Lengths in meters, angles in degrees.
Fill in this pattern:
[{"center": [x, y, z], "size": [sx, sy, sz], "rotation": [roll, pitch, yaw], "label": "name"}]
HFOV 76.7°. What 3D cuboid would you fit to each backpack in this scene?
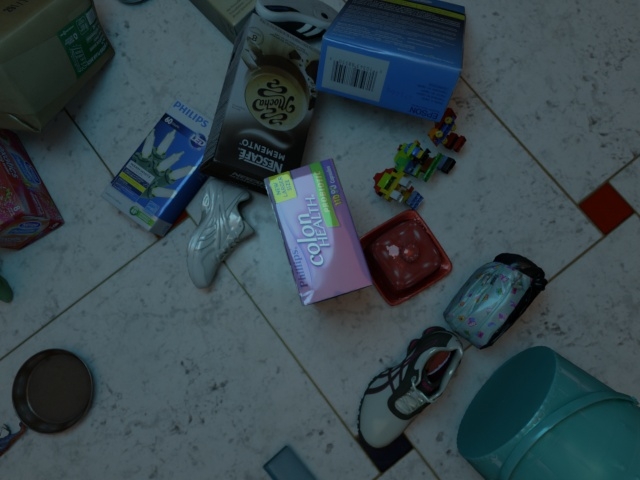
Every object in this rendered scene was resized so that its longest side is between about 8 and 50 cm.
[{"center": [0.326, 0.115, 0.774], "size": [0.115, 0.152, 0.182], "rotation": [39, 89, 23], "label": "backpack"}]

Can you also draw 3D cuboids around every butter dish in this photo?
[{"center": [0.166, 0.028, 0.793], "size": [0.160, 0.118, 0.160], "rotation": [-31, 83, -1], "label": "butter dish"}]

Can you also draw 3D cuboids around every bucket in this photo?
[{"center": [0.380, 0.329, 0.677], "size": [0.183, 0.281, 0.281], "rotation": [39, 86, 10], "label": "bucket"}]

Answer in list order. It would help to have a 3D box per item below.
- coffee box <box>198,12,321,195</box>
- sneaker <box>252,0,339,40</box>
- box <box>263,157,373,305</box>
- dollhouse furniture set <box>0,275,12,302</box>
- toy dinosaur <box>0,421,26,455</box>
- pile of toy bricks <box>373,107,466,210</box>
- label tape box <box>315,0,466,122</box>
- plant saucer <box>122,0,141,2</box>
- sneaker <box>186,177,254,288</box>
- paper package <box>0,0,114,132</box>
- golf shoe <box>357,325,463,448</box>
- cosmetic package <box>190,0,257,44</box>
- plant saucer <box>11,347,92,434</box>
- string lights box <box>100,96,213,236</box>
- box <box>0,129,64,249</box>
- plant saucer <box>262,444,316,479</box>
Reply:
[{"center": [-0.112, -0.254, 0.804], "size": [0.168, 0.119, 0.297], "rotation": [17, 80, -28], "label": "coffee box"}, {"center": [-0.061, -0.460, 0.892], "size": [0.217, 0.121, 0.079], "rotation": [-12, 70, -33], "label": "sneaker"}, {"center": [0.000, 0.000, 0.742], "size": [0.117, 0.243, 0.213], "rotation": [-17, 81, 0], "label": "box"}, {"center": [-0.750, -0.027, 0.816], "size": [0.302, 0.197, 0.151], "rotation": [29, 69, 3], "label": "dollhouse furniture set"}, {"center": [-0.639, 0.407, 0.829], "size": [0.082, 0.047, 0.090], "rotation": [-15, 115, -8], "label": "toy dinosaur"}, {"center": [0.195, -0.169, 0.838], "size": [0.105, 0.118, 0.212], "rotation": [38, 96, 41], "label": "pile of toy bricks"}, {"center": [0.157, -0.404, 0.835], "size": [0.249, 0.115, 0.347], "rotation": [16, 47, 5], "label": "label tape box"}, {"center": [-0.437, -0.608, 0.952], "size": [0.119, 0.021, 0.119], "rotation": [0, 83, 2], "label": "plant saucer"}, {"center": [-0.199, -0.010, 0.831], "size": [0.115, 0.090, 0.232], "rotation": [12, 84, 1], "label": "sneaker"}, {"center": [-0.636, -0.382, 0.792], "size": [0.310, 0.168, 0.324], "rotation": [8, 52, 2], "label": "paper package"}, {"center": [0.164, 0.279, 0.761], "size": [0.105, 0.120, 0.273], "rotation": [37, 87, 5], "label": "golf shoe"}, {"center": [-0.224, -0.590, 0.896], "size": [0.160, 0.113, 0.309], "rotation": [-44, 84, -3], "label": "cosmetic package"}, {"center": [-0.544, 0.306, 0.832], "size": [0.168, 0.029, 0.168], "rotation": [0, 83, 2], "label": "plant saucer"}, {"center": [-0.319, -0.154, 0.858], "size": [0.133, 0.077, 0.259], "rotation": [34, 85, 7], "label": "string lights box"}, {"center": [-0.679, -0.122, 0.844], "size": [0.123, 0.128, 0.257], "rotation": [-32, 82, -4], "label": "box"}, {"center": [-0.028, 0.494, 0.791], "size": [0.067, 0.018, 0.192], "rotation": [-41, 84, -3], "label": "plant saucer"}]
